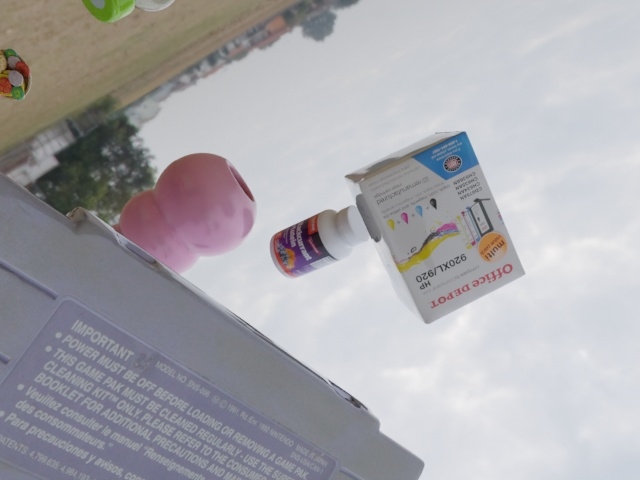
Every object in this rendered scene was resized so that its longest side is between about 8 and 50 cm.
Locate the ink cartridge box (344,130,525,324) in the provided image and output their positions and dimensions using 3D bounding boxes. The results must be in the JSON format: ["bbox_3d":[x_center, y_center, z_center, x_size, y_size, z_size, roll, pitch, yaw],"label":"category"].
[{"bbox_3d":[0.167,-0.025,0.946,0.171,0.232,0.168,-26,-169,-1],"label":"ink cartridge box"}]

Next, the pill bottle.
[{"bbox_3d":[0.000,0.000,1.270,0.194,0.108,0.108,-24,-160,30],"label":"pill bottle"}]

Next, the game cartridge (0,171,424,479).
[{"bbox_3d":[-0.108,0.143,0.361,0.068,0.355,0.230,2,-123,56],"label":"game cartridge"}]

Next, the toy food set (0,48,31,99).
[{"bbox_3d":[-0.503,-0.267,0.998,0.083,0.083,0.020,10,-157,7],"label":"toy food set"}]

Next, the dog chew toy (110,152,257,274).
[{"bbox_3d":[-0.292,-0.025,1.211,0.332,0.206,0.206,-33,-161,5],"label":"dog chew toy"}]

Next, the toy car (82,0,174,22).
[{"bbox_3d":[-0.234,-0.329,0.641,0.188,0.148,0.155,23,-132,21],"label":"toy car"}]
